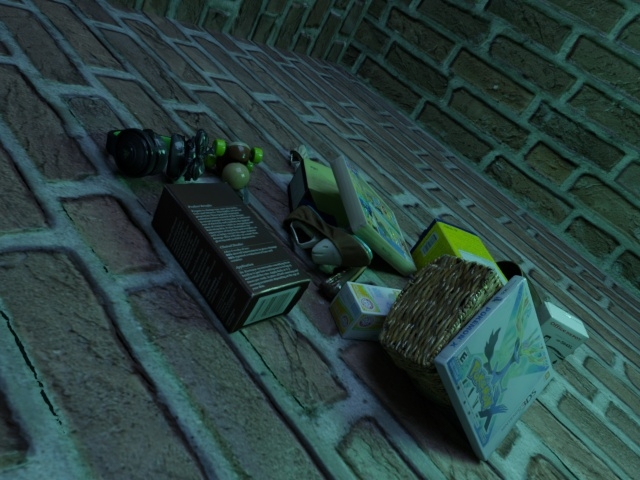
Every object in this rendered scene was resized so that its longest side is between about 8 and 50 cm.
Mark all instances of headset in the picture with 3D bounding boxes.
[{"bbox_3d":[-0.424,-0.258,1.275,0.244,0.185,0.394,-3,26,-43],"label":"headset"}]

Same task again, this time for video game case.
[{"bbox_3d":[0.414,0.296,1.073,0.300,0.328,0.036,-38,27,-22],"label":"video game case"}]

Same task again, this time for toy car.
[{"bbox_3d":[-0.275,-0.204,1.476,0.155,0.149,0.188,7,67,-31],"label":"toy car"}]

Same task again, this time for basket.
[{"bbox_3d":[0.312,0.215,1.144,0.223,0.299,0.214,49,-18,-31],"label":"basket"}]

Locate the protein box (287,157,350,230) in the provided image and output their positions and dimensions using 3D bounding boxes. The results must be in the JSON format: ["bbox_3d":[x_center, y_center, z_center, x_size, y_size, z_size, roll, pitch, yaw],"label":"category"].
[{"bbox_3d":[0.007,-0.151,1.604,0.200,0.135,0.201,19,33,-22],"label":"protein box"}]

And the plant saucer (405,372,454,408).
[{"bbox_3d":[0.293,0.358,1.215,0.199,0.036,0.198,24,31,-15],"label":"plant saucer"}]

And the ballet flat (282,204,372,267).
[{"bbox_3d":[0.000,0.000,1.368,0.124,0.116,0.342,-28,45,-25],"label":"ballet flat"}]

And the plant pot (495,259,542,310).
[{"bbox_3d":[0.680,0.221,1.638,0.231,0.215,0.215,37,27,-20],"label":"plant pot"}]

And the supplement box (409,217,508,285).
[{"bbox_3d":[0.461,0.122,1.564,0.194,0.195,0.356,19,32,-21],"label":"supplement box"}]

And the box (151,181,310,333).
[{"bbox_3d":[-0.226,0.025,1.131,0.191,0.143,0.381,-10,51,-49],"label":"box"}]

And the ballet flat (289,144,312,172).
[{"bbox_3d":[-0.071,-0.292,1.819,0.086,0.086,0.248,14,33,-28],"label":"ballet flat"}]

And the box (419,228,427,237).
[{"bbox_3d":[0.533,0.036,1.901,0.221,0.051,0.175,6,39,-37],"label":"box"}]

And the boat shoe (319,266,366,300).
[{"bbox_3d":[0.068,0.103,1.347,0.073,0.073,0.207,41,30,10],"label":"boat shoe"}]

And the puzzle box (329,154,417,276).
[{"bbox_3d":[0.178,-0.067,1.502,0.409,0.052,0.271,36,30,-52],"label":"puzzle box"}]

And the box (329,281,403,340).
[{"bbox_3d":[0.144,0.195,1.251,0.203,0.103,0.114,12,35,-31],"label":"box"}]

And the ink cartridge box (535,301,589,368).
[{"bbox_3d":[0.726,0.318,1.506,0.148,0.203,0.085,29,30,-5],"label":"ink cartridge box"}]
